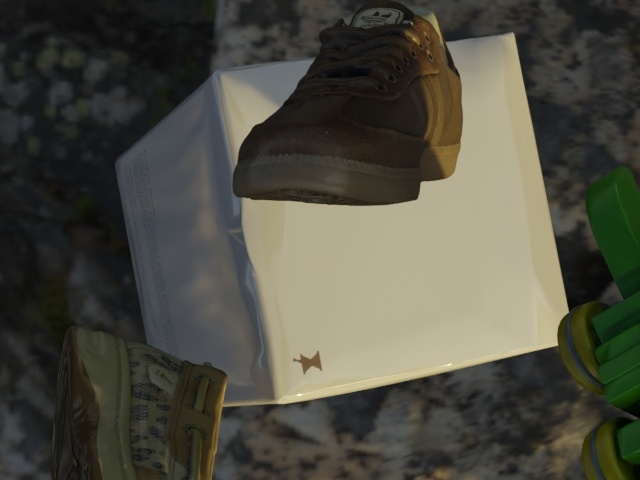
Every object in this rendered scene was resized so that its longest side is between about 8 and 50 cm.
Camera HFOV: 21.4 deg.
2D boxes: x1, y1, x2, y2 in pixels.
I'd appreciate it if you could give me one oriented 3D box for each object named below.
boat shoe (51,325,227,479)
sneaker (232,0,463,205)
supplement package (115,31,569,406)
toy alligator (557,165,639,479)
[{"bbox_3d":[-0.065,0.123,0.736,0.285,0.089,0.105,-111,30,-60],"label":"boat shoe"},{"bbox_3d":[0.011,-0.053,0.624,0.066,0.188,0.071,2,97,13],"label":"sneaker"},{"bbox_3d":[0.000,0.000,1.010,0.293,0.175,0.178,161,99,-72],"label":"supplement package"},{"bbox_3d":[0.114,0.065,0.490,0.056,0.051,0.190,-36,49,39],"label":"toy alligator"}]
